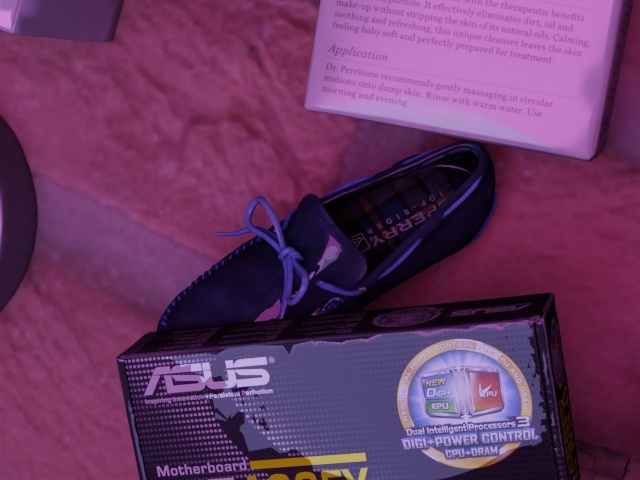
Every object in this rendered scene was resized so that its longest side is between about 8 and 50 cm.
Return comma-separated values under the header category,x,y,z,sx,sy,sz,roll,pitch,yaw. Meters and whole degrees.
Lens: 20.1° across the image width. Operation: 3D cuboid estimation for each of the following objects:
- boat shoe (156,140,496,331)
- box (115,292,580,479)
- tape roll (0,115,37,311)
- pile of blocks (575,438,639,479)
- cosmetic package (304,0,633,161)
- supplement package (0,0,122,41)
category,x,y,z,sx,sy,sz,roll,pitch,yaw
boat shoe,0.000,0.000,1.202,0.258,0.089,0.109,-36,69,-18
box,0.025,0.154,1.119,0.270,0.060,0.216,-6,103,16
tape roll,-0.323,-0.020,1.329,0.219,0.072,0.219,1,93,12
pile of blocks,0.175,0.289,1.212,0.149,0.112,0.362,-5,104,19
cosmetic package,0.121,-0.247,1.174,0.197,0.155,0.365,12,96,10
supplement package,-0.268,-0.266,1.233,0.263,0.199,0.198,17,98,10
